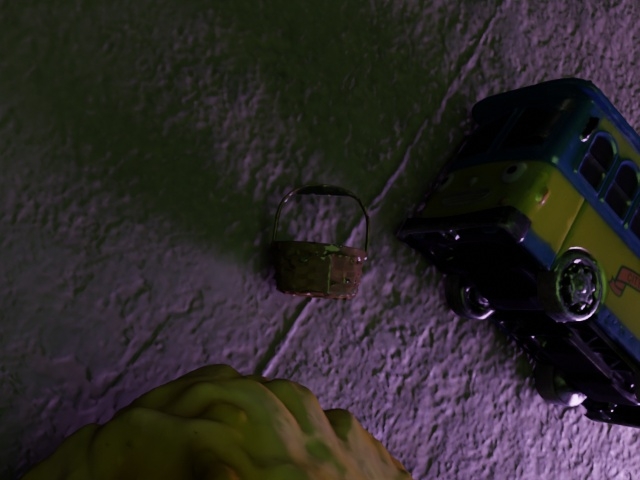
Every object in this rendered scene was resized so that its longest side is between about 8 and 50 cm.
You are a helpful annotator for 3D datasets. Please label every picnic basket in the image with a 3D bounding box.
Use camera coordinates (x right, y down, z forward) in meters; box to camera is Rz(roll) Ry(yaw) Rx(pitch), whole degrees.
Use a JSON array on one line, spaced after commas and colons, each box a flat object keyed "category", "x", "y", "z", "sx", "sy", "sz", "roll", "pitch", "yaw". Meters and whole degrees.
[{"category": "picnic basket", "x": 0.000, "y": 0.000, "z": 0.696, "sx": 0.072, "sy": 0.072, "sz": 0.083, "roll": 10, "pitch": 82, "yaw": -32}]

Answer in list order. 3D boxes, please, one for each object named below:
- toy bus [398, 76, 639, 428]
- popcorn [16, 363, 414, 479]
[{"category": "toy bus", "x": 0.222, "y": 0.021, "z": 0.796, "sx": 0.287, "sy": 0.138, "sz": 0.175, "roll": 42, "pitch": 67, "yaw": -23}, {"category": "popcorn", "x": -0.063, "y": 0.262, "z": 0.519, "sx": 0.381, "sy": 0.349, "sz": 0.349, "roll": -43, "pitch": 115, "yaw": 14}]
